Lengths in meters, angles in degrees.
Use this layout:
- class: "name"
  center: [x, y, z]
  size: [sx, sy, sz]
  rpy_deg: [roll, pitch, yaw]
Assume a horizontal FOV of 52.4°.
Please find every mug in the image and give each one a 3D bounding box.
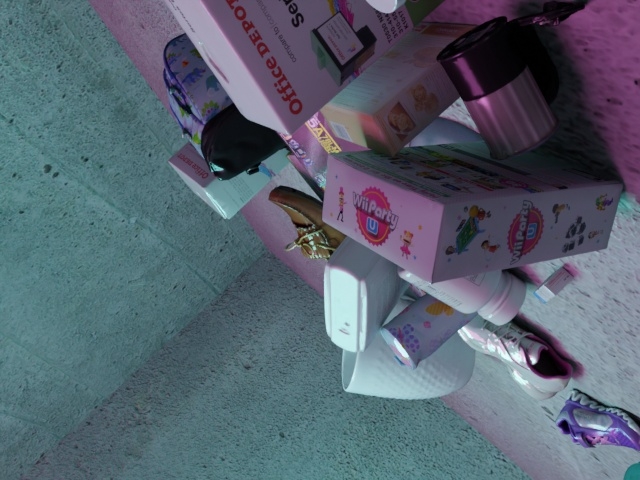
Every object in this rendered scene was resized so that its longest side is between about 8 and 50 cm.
- class: "mug"
  center: [0.245, 0.275, 1.845]
  size: [0.374, 0.328, 0.276]
  rpy_deg: [-89, 9, -57]

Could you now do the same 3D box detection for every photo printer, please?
- class: "photo printer"
  center: [0.125, 0.050, 1.380]
  size: [0.107, 0.307, 0.256]
  rpy_deg: [22, 140, 23]

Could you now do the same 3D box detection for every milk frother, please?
- class: "milk frother"
  center: [0.222, -0.174, 0.694]
  size: [0.134, 0.129, 0.143]
  rpy_deg: [54, 174, -19]

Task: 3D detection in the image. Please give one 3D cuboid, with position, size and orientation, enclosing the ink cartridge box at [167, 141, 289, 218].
- class: "ink cartridge box"
  center: [-0.207, -0.232, 1.680]
  size: [0.226, 0.306, 0.131]
  rpy_deg: [35, 164, 46]

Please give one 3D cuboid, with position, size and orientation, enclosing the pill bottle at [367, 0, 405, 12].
- class: "pill bottle"
  center: [0.104, -0.296, 0.639]
  size: [0.086, 0.152, 0.086]
  rpy_deg: [45, 170, 11]

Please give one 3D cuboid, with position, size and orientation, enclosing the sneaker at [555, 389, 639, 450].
- class: "sneaker"
  center: [0.606, 0.415, 1.423]
  size: [0.095, 0.104, 0.236]
  rpy_deg: [51, 168, -16]

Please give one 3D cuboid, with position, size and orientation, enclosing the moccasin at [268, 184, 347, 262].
- class: "moccasin"
  center: [-0.002, -0.001, 1.666]
  size: [0.139, 0.147, 0.380]
  rpy_deg: [30, 169, 49]

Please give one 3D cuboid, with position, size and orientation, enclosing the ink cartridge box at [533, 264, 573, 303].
- class: "ink cartridge box"
  center: [0.402, 0.076, 1.121]
  size: [0.028, 0.048, 0.083]
  rpy_deg: [44, 170, 14]

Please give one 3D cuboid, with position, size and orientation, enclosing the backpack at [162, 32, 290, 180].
- class: "backpack"
  center: [-0.217, -0.340, 1.503]
  size: [0.355, 0.290, 0.273]
  rpy_deg: [44, 163, 52]

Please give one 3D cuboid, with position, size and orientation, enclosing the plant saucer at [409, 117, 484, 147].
- class: "plant saucer"
  center: [0.263, -0.076, 1.130]
  size: [0.317, 0.044, 0.317]
  rpy_deg: [45, 170, 10]

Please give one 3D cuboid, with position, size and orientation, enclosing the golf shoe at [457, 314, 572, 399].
- class: "golf shoe"
  center: [0.428, 0.222, 1.452]
  size: [0.306, 0.115, 0.140]
  rpy_deg: [39, 158, 9]

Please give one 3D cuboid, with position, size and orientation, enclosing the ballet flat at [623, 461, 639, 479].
- class: "ballet flat"
  center: [0.712, 0.485, 1.296]
  size: [0.123, 0.123, 0.348]
  rpy_deg: [43, 168, 21]

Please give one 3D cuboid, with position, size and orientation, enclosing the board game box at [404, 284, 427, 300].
- class: "board game box"
  center: [0.252, 0.079, 1.682]
  size: [0.242, 0.064, 0.316]
  rpy_deg: [52, 168, -28]

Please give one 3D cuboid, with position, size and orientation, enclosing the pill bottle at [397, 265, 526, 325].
- class: "pill bottle"
  center: [0.277, 0.067, 1.265]
  size: [0.229, 0.131, 0.131]
  rpy_deg: [30, 172, -10]

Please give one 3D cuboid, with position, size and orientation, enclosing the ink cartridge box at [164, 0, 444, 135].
- class: "ink cartridge box"
  center: [-0.012, -0.292, 0.770]
  size: [0.117, 0.278, 0.201]
  rpy_deg: [34, 164, 51]

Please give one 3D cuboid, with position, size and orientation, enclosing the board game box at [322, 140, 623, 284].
- class: "board game box"
  center: [0.189, -0.051, 0.828]
  size: [0.224, 0.303, 0.097]
  rpy_deg: [33, 124, 51]

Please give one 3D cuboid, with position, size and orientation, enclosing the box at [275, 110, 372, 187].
- class: "box"
  center: [0.015, -0.217, 1.343]
  size: [0.184, 0.045, 0.190]
  rpy_deg: [-18, 119, 44]

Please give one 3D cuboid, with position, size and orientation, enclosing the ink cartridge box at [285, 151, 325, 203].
- class: "ink cartridge box"
  center: [0.042, -0.162, 1.534]
  size: [0.189, 0.097, 0.255]
  rpy_deg: [50, 170, -17]

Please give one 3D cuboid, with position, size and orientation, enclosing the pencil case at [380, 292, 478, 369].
- class: "pencil case"
  center: [0.259, 0.154, 1.387]
  size: [0.113, 0.273, 0.124]
  rpy_deg: [48, 168, 27]

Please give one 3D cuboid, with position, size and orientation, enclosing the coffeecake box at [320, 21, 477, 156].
- class: "coffeecake box"
  center: [0.108, -0.206, 0.862]
  size: [0.142, 0.185, 0.068]
  rpy_deg: [32, 161, 55]
